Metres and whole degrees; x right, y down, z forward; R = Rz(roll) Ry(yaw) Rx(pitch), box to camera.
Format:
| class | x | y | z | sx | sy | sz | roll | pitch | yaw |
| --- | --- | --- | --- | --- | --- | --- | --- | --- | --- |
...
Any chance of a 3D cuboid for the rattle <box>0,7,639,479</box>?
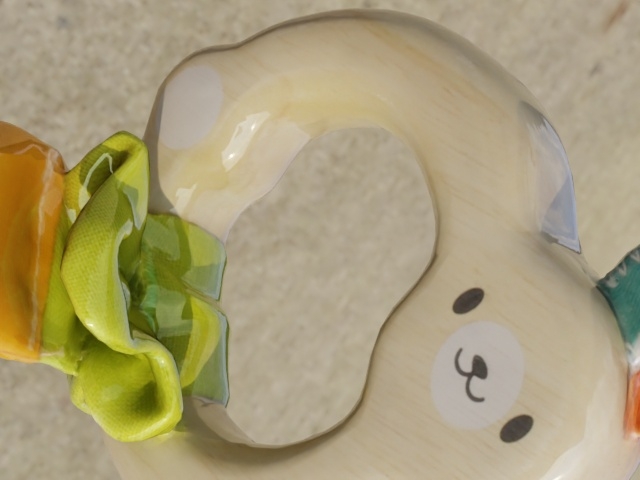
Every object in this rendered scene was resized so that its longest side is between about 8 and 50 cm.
| class | x | y | z | sx | sy | sz | roll | pitch | yaw |
| --- | --- | --- | --- | --- | --- | --- | --- | --- | --- |
| rattle | 0.000 | 0.000 | 0.314 | 0.130 | 0.200 | 0.143 | -56 | 133 | -14 |
